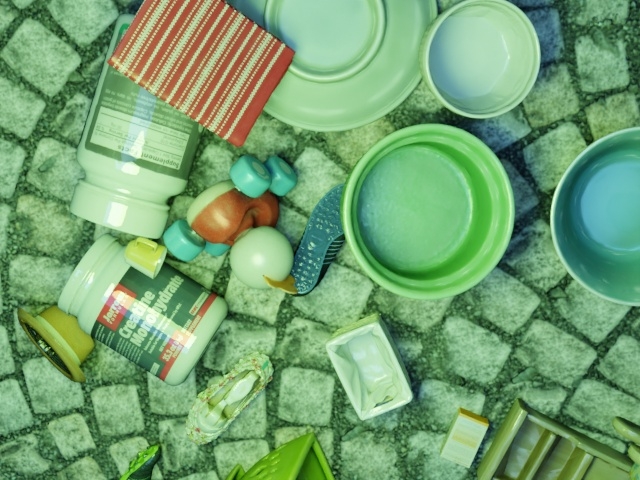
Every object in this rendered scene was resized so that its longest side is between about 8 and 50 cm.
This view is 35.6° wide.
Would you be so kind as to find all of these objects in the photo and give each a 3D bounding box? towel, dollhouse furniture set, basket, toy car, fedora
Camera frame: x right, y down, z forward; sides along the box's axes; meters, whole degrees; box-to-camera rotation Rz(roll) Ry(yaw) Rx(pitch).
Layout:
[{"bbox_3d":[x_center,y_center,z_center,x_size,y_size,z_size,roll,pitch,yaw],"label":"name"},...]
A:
[{"bbox_3d":[-0.193,-0.305,1.672,0.274,0.031,0.199,32,86,-25],"label":"towel"},{"bbox_3d":[0.439,0.464,1.745,0.256,0.394,0.362,26,101,0],"label":"dollhouse furniture set"},{"bbox_3d":[0.095,0.234,1.883,0.113,0.103,0.167,-24,97,9],"label":"basket"},{"bbox_3d":[-0.112,0.006,1.784,0.219,0.210,0.238,-41,78,20],"label":"toy car"},{"bbox_3d":[-0.499,0.186,1.920,0.079,0.194,0.194,-42,95,-24],"label":"fedora"}]

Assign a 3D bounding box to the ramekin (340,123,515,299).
[{"bbox_3d":[0.177,-0.053,1.771,0.303,0.148,0.304,-1,94,-8],"label":"ramekin"}]

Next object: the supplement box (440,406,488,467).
[{"bbox_3d":[0.278,0.381,1.926,0.062,0.036,0.099,23,101,0],"label":"supplement box"}]

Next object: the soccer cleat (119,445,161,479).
[{"bbox_3d":[-0.363,0.482,1.997,0.072,0.060,0.179,37,108,-12],"label":"soccer cleat"}]

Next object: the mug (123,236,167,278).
[{"bbox_3d":[-0.311,0.021,1.769,0.064,0.062,0.078,23,114,1],"label":"mug"}]

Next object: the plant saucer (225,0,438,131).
[{"bbox_3d":[0.011,-0.391,1.780,0.400,0.100,0.401,1,101,4],"label":"plant saucer"}]

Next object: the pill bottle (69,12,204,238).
[{"bbox_3d":[-0.312,-0.200,1.768,0.204,0.204,0.361,18,94,2],"label":"pill bottle"}]

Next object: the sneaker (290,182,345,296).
[{"bbox_3d":[0.000,0.000,1.868,0.081,0.090,0.232,31,80,0],"label":"sneaker"}]

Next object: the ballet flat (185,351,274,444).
[{"bbox_3d":[-0.186,0.311,1.936,0.091,0.077,0.241,40,102,-3],"label":"ballet flat"}]

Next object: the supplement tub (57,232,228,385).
[{"bbox_3d":[-0.328,0.128,1.857,0.272,0.191,0.191,32,101,-1],"label":"supplement tub"}]

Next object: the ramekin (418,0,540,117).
[{"bbox_3d":[0.268,-0.321,1.744,0.207,0.109,0.207,-2,103,-11],"label":"ramekin"}]

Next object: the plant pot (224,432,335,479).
[{"bbox_3d":[-0.083,0.533,1.897,0.207,0.228,0.227,-20,98,14],"label":"plant pot"}]

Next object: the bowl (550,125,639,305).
[{"bbox_3d":[0.554,-0.053,1.759,0.311,0.163,0.312,1,100,6],"label":"bowl"}]
